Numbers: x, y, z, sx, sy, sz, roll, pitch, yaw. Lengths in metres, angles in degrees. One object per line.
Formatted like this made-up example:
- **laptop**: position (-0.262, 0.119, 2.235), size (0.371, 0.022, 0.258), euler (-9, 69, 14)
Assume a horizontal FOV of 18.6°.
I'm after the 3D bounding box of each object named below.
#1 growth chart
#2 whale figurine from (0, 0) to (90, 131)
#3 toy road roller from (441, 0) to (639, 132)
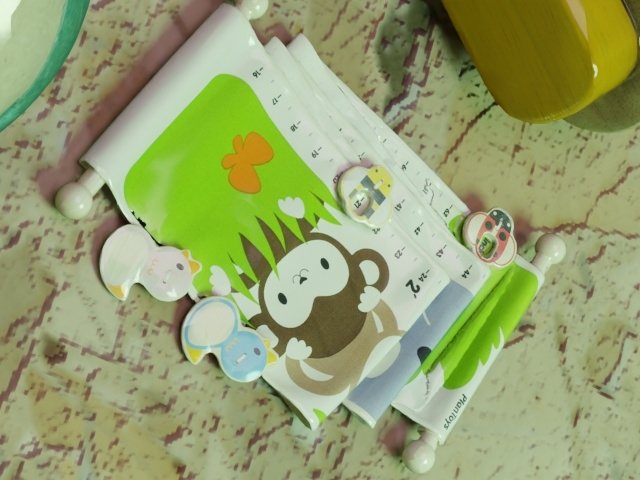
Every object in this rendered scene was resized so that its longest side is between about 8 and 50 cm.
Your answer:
- **growth chart**: position (0.000, 0.000, 0.905), size (0.237, 0.021, 0.172), euler (40, 63, -22)
- **whale figurine**: position (-0.198, -0.148, 0.717), size (0.272, 0.216, 0.141), euler (46, 22, 3)
- **toy road roller**: position (0.159, -0.235, 0.919), size (0.202, 0.240, 0.329), euler (-31, 99, -34)
